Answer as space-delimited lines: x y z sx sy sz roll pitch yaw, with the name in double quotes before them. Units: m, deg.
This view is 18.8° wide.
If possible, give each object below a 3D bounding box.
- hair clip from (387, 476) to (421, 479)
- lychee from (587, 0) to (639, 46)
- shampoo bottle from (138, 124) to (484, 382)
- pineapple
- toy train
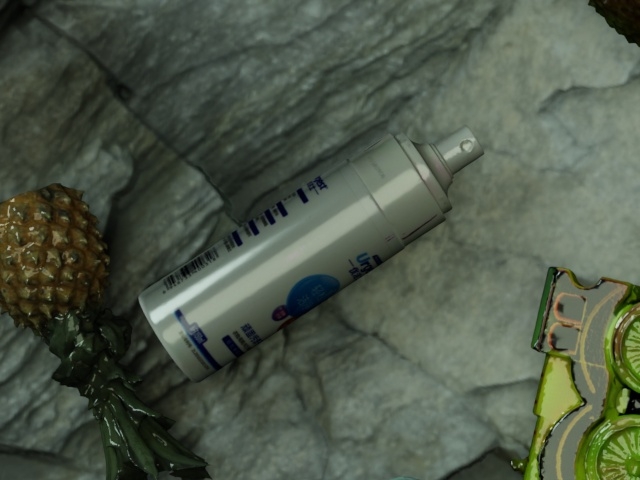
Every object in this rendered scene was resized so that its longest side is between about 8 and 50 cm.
"hair clip" 0.076 0.369 1.494 0.392 0.238 0.318 -44 85 1
"lychee" 0.281 -0.227 1.554 0.171 0.171 0.171 0 88 3
"shampoo bottle" 0.000 0.000 1.588 0.303 0.092 0.092 -32 86 1
"pineapple" -0.192 0.093 1.588 0.119 0.130 0.277 -24 84 -27
"toy train" 0.228 0.165 1.566 0.161 0.100 0.296 11 89 11
